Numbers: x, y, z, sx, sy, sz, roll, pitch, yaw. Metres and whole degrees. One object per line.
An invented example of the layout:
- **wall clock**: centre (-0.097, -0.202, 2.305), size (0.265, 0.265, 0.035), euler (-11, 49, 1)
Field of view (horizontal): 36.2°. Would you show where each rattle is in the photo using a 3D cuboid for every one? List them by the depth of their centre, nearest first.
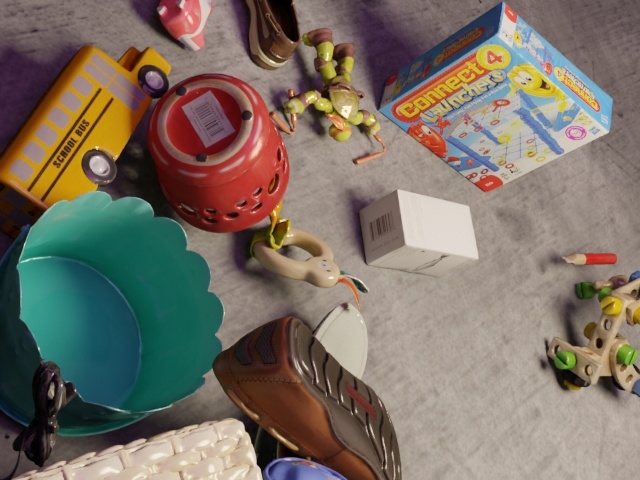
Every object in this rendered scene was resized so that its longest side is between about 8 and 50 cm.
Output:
- **rattle**: centre (0.000, 0.000, 1.478), size (0.199, 0.143, 0.130), euler (29, 14, 25)

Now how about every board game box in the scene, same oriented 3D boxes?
- **board game box**: centre (0.321, -0.252, 1.818), size (0.302, 0.308, 0.086), euler (33, 52, -25)

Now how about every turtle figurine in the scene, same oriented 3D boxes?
- **turtle figurine**: centre (0.019, -0.260, 1.708), size (0.269, 0.087, 0.218), euler (10, 63, -38)

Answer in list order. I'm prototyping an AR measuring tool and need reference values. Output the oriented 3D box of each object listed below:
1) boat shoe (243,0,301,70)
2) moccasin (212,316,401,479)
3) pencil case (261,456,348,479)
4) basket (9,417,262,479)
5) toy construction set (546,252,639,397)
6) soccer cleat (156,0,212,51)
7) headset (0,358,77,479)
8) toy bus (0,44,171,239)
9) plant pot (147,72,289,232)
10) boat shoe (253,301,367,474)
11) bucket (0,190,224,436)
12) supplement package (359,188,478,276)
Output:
- **boat shoe**: centre (-0.079, -0.426, 1.698), size (0.095, 0.095, 0.258), euler (3, 67, -41)
- **moccasin**: centre (-0.005, 0.246, 1.265), size (0.380, 0.146, 0.139), euler (48, 29, -45)
- **pencil case**: centre (-0.034, 0.419, 1.169), size (0.119, 0.133, 0.306), euler (-11, 113, -64)
- **basket**: centre (-0.213, 0.394, 1.023), size (0.331, 0.266, 0.329), euler (-5, 68, -49)
- **toy construction set**: centre (0.545, 0.154, 1.903), size (0.237, 0.257, 0.309), euler (1, 47, -28)
- **soccer cleat**: centre (-0.211, -0.421, 1.605), size (0.095, 0.083, 0.248), euler (57, 29, -48)
- **headset**: centre (-0.438, 0.112, 0.976), size (0.394, 0.185, 0.243), euler (27, 35, 4)
- **toy bus**: centre (-0.327, -0.147, 1.329), size (0.130, 0.108, 0.333), euler (38, 49, -20)
- **plant pot**: centre (-0.149, -0.126, 1.379), size (0.174, 0.191, 0.191), euler (68, 13, -68)
- **boat shoe**: centre (-0.018, 0.218, 1.429), size (0.114, 0.091, 0.303), euler (49, 45, -22)
- **bucket**: centre (-0.278, 0.099, 1.194), size (0.281, 0.183, 0.281), euler (20, 57, -33)
- **supplement package**: centre (0.172, -0.010, 1.706), size (0.179, 0.105, 0.105), euler (10, 63, -38)
